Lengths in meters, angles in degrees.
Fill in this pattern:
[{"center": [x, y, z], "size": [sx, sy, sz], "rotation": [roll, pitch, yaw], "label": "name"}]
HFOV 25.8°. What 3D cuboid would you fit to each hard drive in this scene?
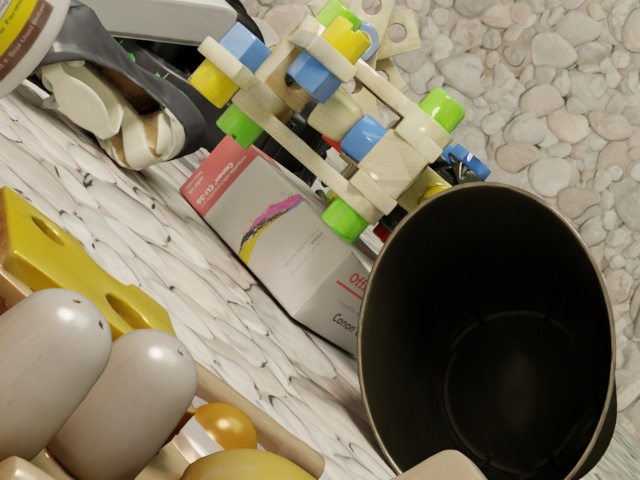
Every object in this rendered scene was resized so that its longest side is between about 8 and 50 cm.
[{"center": [-0.226, -0.260, 1.230], "size": [0.203, 0.040, 0.307], "rotation": [2, 31, -33], "label": "hard drive"}]

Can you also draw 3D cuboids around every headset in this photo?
[{"center": [-0.093, -0.126, 1.339], "size": [0.243, 0.185, 0.394], "rotation": [42, 20, 28], "label": "headset"}]

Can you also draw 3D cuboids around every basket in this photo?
[{"center": [0.125, 0.091, 0.930], "size": [0.227, 0.154, 0.204], "rotation": [45, 41, -68], "label": "basket"}]

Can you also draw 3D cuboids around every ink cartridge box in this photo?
[{"center": [-0.005, 0.015, 1.037], "size": [0.198, 0.067, 0.115], "rotation": [46, 6, 36], "label": "ink cartridge box"}]

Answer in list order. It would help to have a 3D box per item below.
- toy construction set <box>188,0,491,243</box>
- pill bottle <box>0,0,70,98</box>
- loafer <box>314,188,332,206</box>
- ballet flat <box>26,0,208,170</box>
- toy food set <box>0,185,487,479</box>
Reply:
[{"center": [0.025, -0.091, 1.036], "size": [0.215, 0.151, 0.327], "rotation": [40, 17, -4], "label": "toy construction set"}, {"center": [-0.204, -0.140, 0.555], "size": [0.117, 0.117, 0.215], "rotation": [47, 7, 34], "label": "pill bottle"}, {"center": [0.000, 0.000, 1.262], "size": [0.050, 0.056, 0.148], "rotation": [42, 16, -17], "label": "loafer"}, {"center": [-0.138, -0.088, 0.937], "size": [0.074, 0.074, 0.203], "rotation": [48, 1, 37], "label": "ballet flat"}, {"center": [-0.023, 0.057, 0.486], "size": [0.306, 0.092, 0.219], "rotation": [41, 6, -25], "label": "toy food set"}]
